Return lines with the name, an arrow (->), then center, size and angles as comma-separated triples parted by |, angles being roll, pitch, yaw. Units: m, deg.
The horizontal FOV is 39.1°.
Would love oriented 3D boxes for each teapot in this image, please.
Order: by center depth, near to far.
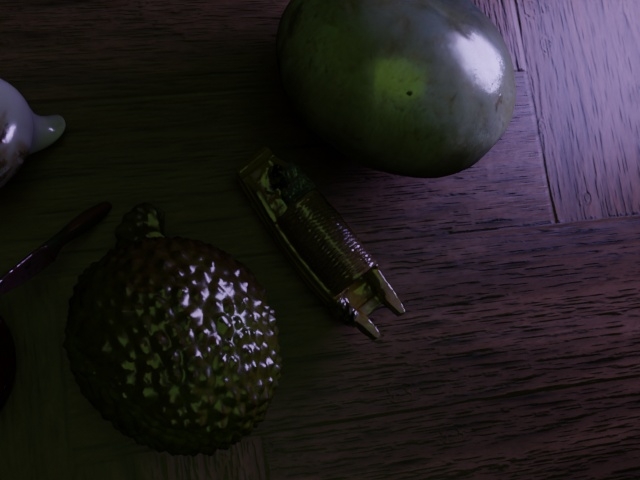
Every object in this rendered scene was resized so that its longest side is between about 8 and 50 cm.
teapot -> -0.484, -0.121, 1.172 | 0.298, 0.139, 0.204 | -29, 59, -13

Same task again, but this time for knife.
knife -> -0.350, 0.012, 1.170 | 0.018, 0.035, 0.247 | 23, 39, 17

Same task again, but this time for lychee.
lychee -> -0.186, 0.118, 1.126 | 0.320, 0.270, 0.270 | 26, 70, 36

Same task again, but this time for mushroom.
mushroom -> 0.097, -0.227, 1.233 | 0.352, 0.260, 0.352 | 23, 35, -17

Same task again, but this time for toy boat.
toy boat -> 0.000, 0.000, 1.260 | 0.089, 0.115, 0.310 | -36, 88, -16

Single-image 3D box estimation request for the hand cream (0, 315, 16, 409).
hand cream -> -0.495, 0.151, 1.108 | 0.230, 0.149, 0.230 | 2, 81, -10
